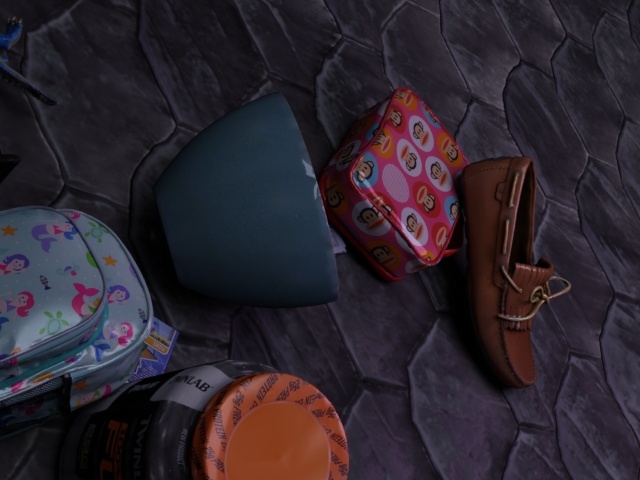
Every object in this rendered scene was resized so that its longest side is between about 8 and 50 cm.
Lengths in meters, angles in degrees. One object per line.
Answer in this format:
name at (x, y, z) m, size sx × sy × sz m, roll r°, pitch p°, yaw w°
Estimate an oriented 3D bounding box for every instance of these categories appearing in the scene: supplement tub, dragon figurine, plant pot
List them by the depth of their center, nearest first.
supplement tub at (-0.129, 0.238, 1.172) m, size 0.207 × 0.338 × 0.207 m, roll 9°, pitch 73°, yaw -32°
dragon figurine at (-0.462, -0.259, 1.385) m, size 0.144 × 0.085 × 0.289 m, roll -30°, pitch 86°, yaw -47°
plant pot at (-0.112, -0.033, 1.456) m, size 0.195 × 0.290 × 0.290 m, roll -15°, pitch 73°, yaw -8°

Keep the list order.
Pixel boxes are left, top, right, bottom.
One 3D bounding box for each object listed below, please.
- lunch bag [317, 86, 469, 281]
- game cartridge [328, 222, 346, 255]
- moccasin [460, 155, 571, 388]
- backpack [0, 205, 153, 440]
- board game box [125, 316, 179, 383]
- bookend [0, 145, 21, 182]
lunch bag at (0.141, -0.081, 1.787) m, size 0.258 × 0.120 × 0.293 m, roll 47°, pitch 42°, yaw -15°
game cartridge at (0.000, 0.000, 1.692) m, size 0.083 × 0.017 × 0.056 m, roll -10°, pitch 76°, yaw -45°
moccasin at (0.322, 0.052, 1.794) m, size 0.139 × 0.147 × 0.380 m, roll 2°, pitch 85°, yaw -60°
backpack at (-0.314, 0.077, 1.191) m, size 0.253 × 0.191 × 0.225 m, roll -15°, pitch 61°, yaw -33°
board game box at (-0.282, 0.120, 1.350) m, size 0.201 × 0.035 × 0.136 m, roll 36°, pitch 46°, yaw -20°
bookend at (-0.466, -0.145, 1.321) m, size 0.157 × 0.072 × 0.156 m, roll -5°, pitch 69°, yaw -44°
